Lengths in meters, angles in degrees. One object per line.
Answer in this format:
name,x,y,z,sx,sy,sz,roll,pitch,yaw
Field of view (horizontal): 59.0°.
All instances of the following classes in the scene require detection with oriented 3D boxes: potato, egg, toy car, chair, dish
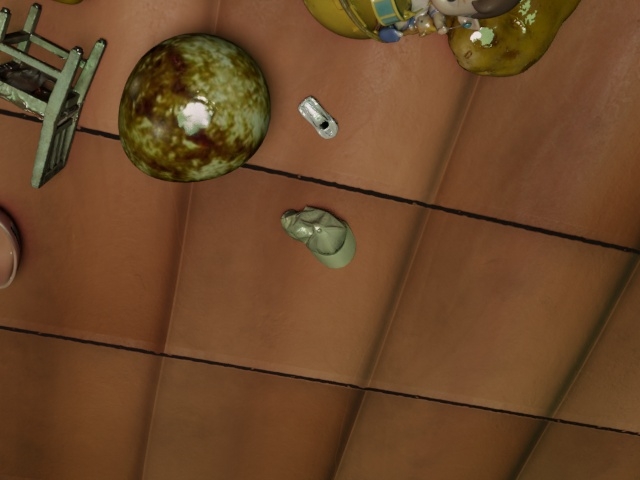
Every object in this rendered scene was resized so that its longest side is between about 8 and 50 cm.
potato,0.339,-0.449,0.937,0.176,0.195,0.369,5,117,-56
egg,-0.223,-0.216,0.969,0.289,0.238,0.238,-28,115,21
toy car,-0.002,-0.233,1.087,0.041,0.025,0.093,-40,111,17
chair,-0.501,-0.253,0.992,0.147,0.136,0.270,26,114,-13
dish,-0.696,0.001,1.133,0.213,0.090,0.213,-1,119,-2

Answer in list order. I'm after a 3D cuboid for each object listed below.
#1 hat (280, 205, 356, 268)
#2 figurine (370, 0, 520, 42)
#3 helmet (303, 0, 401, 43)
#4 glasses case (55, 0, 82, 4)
hat,0.002,0.001,1.179,0.122,0.081,0.166,-24,125,11
figurine,0.204,-0.385,0.822,0.275,0.158,0.161,-8,107,28
helmet,0.028,-0.431,0.919,0.140,0.205,0.257,-3,136,43
glasses case,-0.389,-0.553,0.828,0.141,0.173,0.371,15,112,-11
